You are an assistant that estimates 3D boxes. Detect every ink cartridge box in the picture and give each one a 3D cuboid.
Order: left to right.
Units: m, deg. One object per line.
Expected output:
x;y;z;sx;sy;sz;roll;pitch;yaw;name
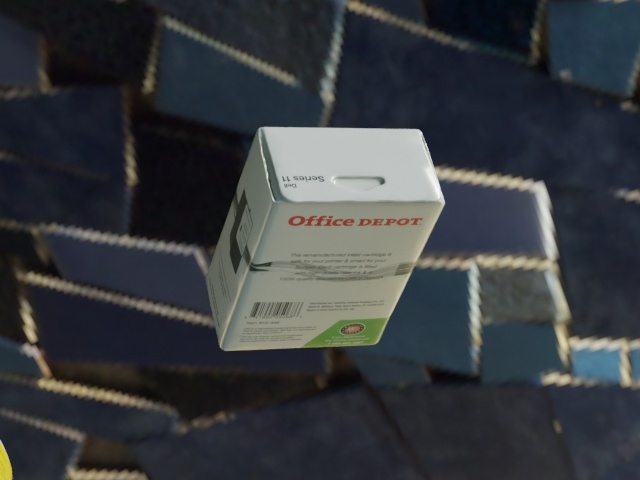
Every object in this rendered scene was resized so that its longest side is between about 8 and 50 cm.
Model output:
0.000;0.000;1.504;0.153;0.208;0.087;0;52;-20;ink cartridge box

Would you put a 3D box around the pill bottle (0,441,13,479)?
-0.221;0.150;0.925;0.119;0.119;0.208;-24;20;-1;pill bottle
